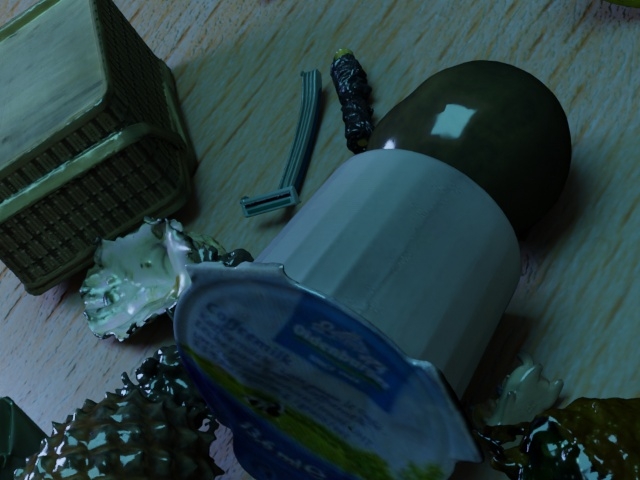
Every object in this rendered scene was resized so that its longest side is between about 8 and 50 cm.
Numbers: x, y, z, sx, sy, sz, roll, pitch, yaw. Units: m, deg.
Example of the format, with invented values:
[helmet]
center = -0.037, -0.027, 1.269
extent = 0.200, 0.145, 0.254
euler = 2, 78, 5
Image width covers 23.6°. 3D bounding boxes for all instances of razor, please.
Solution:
[razor]
center = -0.025, -0.099, 1.565
extent = 0.068, 0.037, 0.191
euler = -14, 43, 34

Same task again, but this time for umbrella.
[umbrella]
center = 0.034, -0.147, 1.565
extent = 0.040, 0.037, 0.144
euler = -36, 40, 24

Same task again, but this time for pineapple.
[pineapple]
center = -0.143, 0.163, 1.308
extent = 0.175, 0.175, 0.361
euler = 6, 57, 41

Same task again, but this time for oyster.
[oyster]
center = -0.162, 0.037, 1.523
extent = 0.209, 0.072, 0.133
euler = -32, 49, 37

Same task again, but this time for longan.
[longan]
center = 0.127, -0.071, 1.325
extent = 0.187, 0.167, 0.167
euler = -8, 48, 38

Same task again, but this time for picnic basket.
[picnic basket]
center = -0.278, -0.111, 1.670
extent = 0.228, 0.175, 0.313
euler = -32, 36, 10

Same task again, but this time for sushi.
[sushi]
center = 0.219, 0.220, 0.999
extent = 0.140, 0.149, 0.287
euler = -22, 63, -21

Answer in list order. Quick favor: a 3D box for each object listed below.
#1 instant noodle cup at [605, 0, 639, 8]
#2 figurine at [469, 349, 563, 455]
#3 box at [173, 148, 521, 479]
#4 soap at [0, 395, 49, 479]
[instant noodle cup]
center = 0.323, -0.413, 1.404
extent = 0.325, 0.325, 0.254
euler = -10, 39, 30
[figurine]
center = 0.151, 0.129, 1.214
extent = 0.083, 0.047, 0.050
euler = -51, 25, -3
[box]
center = 0.040, 0.070, 1.236
extent = 0.262, 0.291, 0.206
euler = 32, 55, 8
[soap]
center = -0.353, 0.244, 1.409
extent = 0.199, 0.138, 0.182
euler = 2, 53, 39
